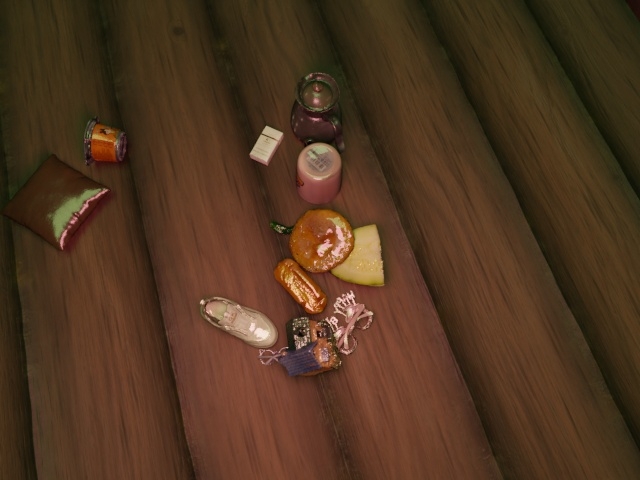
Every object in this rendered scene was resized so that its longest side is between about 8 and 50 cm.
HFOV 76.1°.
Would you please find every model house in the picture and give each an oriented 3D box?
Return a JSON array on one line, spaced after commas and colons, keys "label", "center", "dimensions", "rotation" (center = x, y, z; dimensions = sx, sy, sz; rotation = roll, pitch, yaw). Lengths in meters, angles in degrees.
[{"label": "model house", "center": [-0.052, 0.364, 1.413], "dimensions": [0.166, 0.172, 0.183], "rotation": [-26, 58, 28]}]

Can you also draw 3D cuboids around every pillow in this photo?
[{"label": "pillow", "center": [-1.033, -0.155, 1.607], "dimensions": [0.305, 0.108, 0.308], "rotation": [29, 74, 6]}]

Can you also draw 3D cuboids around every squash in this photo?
[{"label": "squash", "center": [0.119, 0.071, 1.545], "dimensions": [0.154, 0.204, 0.237], "rotation": [6, 69, -23]}]

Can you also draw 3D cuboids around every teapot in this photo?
[{"label": "teapot", "center": [-0.015, -0.507, 1.647], "dimensions": [0.223, 0.285, 0.306], "rotation": [-1, 72, -1]}]

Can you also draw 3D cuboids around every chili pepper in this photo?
[{"label": "chili pepper", "center": [-0.145, -0.051, 1.634], "dimensions": [0.117, 0.035, 0.056], "rotation": [1, 71, -2]}]

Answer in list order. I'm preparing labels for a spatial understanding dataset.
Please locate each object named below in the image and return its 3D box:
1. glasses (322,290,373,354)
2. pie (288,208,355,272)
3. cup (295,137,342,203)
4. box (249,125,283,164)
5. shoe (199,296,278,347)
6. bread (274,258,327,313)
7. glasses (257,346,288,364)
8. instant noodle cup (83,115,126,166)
[{"label": "glasses", "center": [0.081, 0.308, 1.503], "dimensions": [0.162, 0.095, 0.256], "rotation": [31, 72, 18]}, {"label": "pie", "center": [-0.001, 0.000, 1.566], "dimensions": [0.273, 0.069, 0.274], "rotation": [-1, 87, 24]}, {"label": "cup", "center": [-0.015, -0.298, 1.628], "dimensions": [0.191, 0.200, 0.253], "rotation": [-16, 73, -6]}, {"label": "box", "center": [-0.228, -0.405, 1.739], "dimensions": [0.083, 0.040, 0.155], "rotation": [24, 73, 8]}, {"label": "shoe", "center": [-0.303, 0.283, 1.467], "dimensions": [0.316, 0.159, 0.124], "rotation": [21, 72, 8]}, {"label": "bread", "center": [-0.075, 0.174, 1.540], "dimensions": [0.102, 0.094, 0.245], "rotation": [-42, 78, -7]}, {"label": "glasses", "center": [-0.163, 0.410, 1.457], "dimensions": [0.139, 0.104, 0.063], "rotation": [-7, 75, 0]}, {"label": "instant noodle cup", "center": [-0.867, -0.394, 1.663], "dimensions": [0.125, 0.177, 0.209], "rotation": [8, 92, -13]}]
